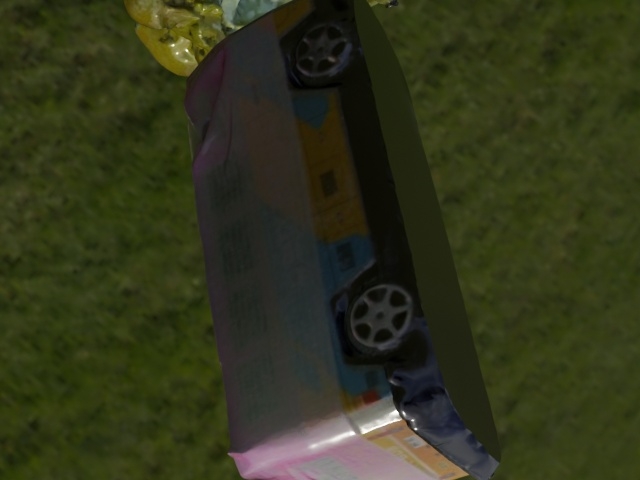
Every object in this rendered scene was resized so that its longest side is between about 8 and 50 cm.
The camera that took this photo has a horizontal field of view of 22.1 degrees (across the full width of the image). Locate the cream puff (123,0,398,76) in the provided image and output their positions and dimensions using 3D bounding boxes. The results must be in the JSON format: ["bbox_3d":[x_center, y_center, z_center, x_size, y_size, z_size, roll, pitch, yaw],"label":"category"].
[{"bbox_3d":[-0.075,-0.336,1.739,0.323,0.274,0.270,-29,112,-4],"label":"cream puff"}]

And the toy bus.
[{"bbox_3d":[0.000,0.000,1.197,0.162,0.386,0.171,-20,148,14],"label":"toy bus"}]
